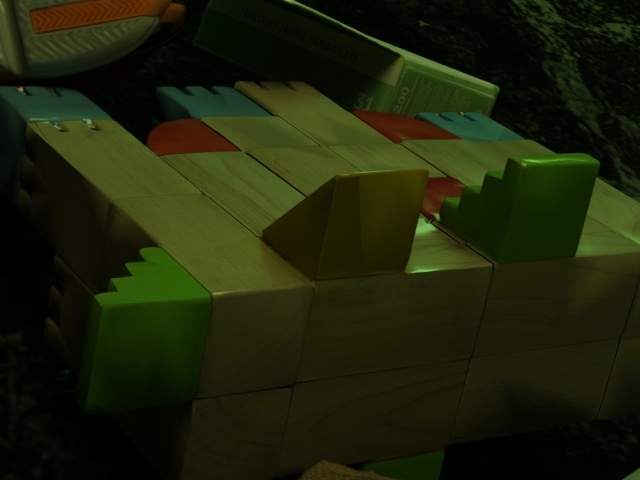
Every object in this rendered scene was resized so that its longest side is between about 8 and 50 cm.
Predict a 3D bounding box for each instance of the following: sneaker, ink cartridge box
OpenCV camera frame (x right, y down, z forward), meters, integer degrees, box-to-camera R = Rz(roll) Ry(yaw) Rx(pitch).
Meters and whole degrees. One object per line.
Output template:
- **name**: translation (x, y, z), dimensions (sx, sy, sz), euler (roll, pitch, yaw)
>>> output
- **sneaker**: translation (-0.228, -0.110, 0.862), dimensions (0.321, 0.124, 0.180), euler (-4, -3, 2)
- **ink cartridge box**: translation (-0.016, -0.123, 0.952), dimensions (0.171, 0.056, 0.235), euler (27, 11, 36)

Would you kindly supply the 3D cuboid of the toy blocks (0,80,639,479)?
- **toy blocks**: translation (0.000, 0.000, 0.779), dimensions (0.381, 0.190, 0.261), euler (-4, 27, -34)

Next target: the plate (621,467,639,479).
- **plate**: translation (0.209, 0.144, 0.472), dimensions (0.278, 0.045, 0.277), euler (38, 36, 29)

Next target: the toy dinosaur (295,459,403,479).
- **toy dinosaur**: translation (-0.004, 0.146, 0.575), dimensions (0.200, 0.127, 0.296), euler (21, 24, 15)
